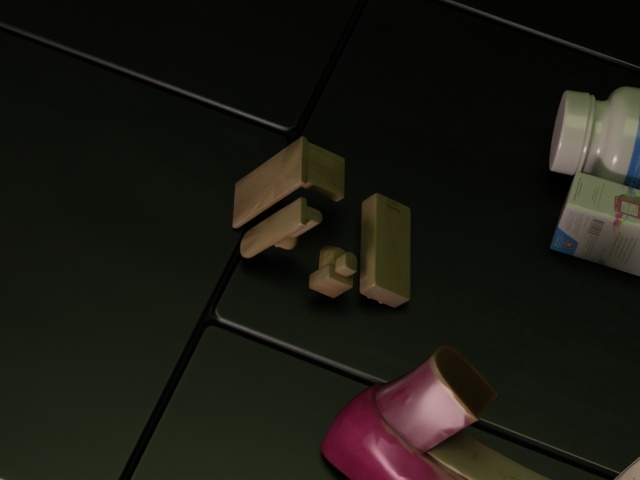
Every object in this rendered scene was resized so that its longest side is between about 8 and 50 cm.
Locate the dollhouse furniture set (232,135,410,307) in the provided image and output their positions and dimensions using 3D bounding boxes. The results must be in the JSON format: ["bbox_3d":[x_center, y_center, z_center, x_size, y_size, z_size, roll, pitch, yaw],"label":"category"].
[{"bbox_3d":[0.000,0.000,1.738,0.151,0.123,0.144,23,54,-32],"label":"dollhouse furniture set"}]

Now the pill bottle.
[{"bbox_3d":[0.368,-0.101,1.766,0.221,0.124,0.124,11,60,1],"label":"pill bottle"}]

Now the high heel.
[{"bbox_3d":[0.165,0.291,1.572,0.377,0.181,0.127,56,34,9],"label":"high heel"}]

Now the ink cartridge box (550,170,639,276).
[{"bbox_3d":[0.319,-0.014,1.733,0.122,0.088,0.052,18,58,6],"label":"ink cartridge box"}]

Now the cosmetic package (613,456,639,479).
[{"bbox_3d":[0.436,0.296,1.513,0.309,0.113,0.160,6,58,-15],"label":"cosmetic package"}]
